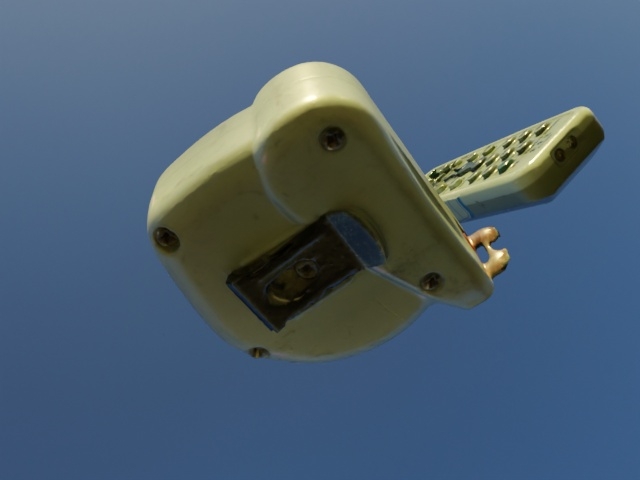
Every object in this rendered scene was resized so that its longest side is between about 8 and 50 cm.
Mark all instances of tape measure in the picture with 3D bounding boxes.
[{"bbox_3d":[0.001,-0.001,0.511,0.246,0.125,0.243,-35,-60,14],"label":"tape measure"}]

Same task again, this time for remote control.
[{"bbox_3d":[0.193,-0.066,0.743,0.128,0.335,0.065,-45,-81,-17],"label":"remote control"}]
